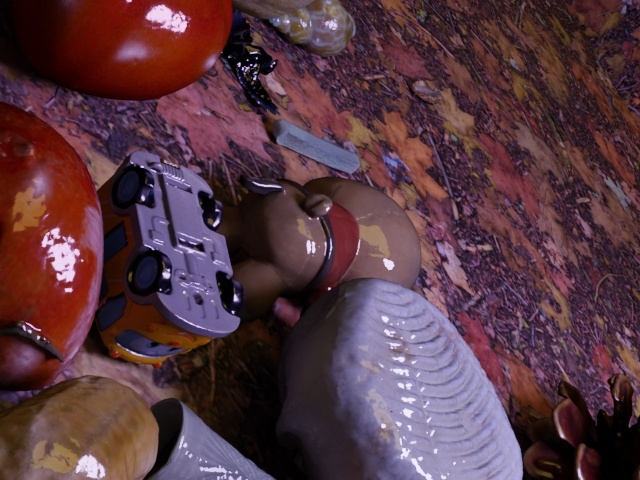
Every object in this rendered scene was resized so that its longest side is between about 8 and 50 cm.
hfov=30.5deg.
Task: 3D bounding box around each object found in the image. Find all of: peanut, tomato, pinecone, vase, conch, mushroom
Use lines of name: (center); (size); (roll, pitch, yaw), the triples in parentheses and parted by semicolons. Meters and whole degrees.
peanut: (-0.215, 0.186, 0.997); (0.129, 0.129, 0.224); (54, 28, 2)
tomato: (-0.244, -0.288, 1.371); (0.298, 0.226, 0.298); (45, 24, -27)
pinecone: (0.498, 0.335, 1.643); (0.384, 0.384, 0.384); (36, 33, -28)
tomato: (-0.295, -0.029, 1.067); (0.309, 0.170, 0.309); (36, 34, -30)
vase: (-0.087, 0.248, 1.155); (0.219, 0.096, 0.096); (39, 32, -30)
conch: (-0.002, -0.359, 1.942); (0.116, 0.106, 0.173); (58, 17, -11)
mushroom: (0.203, -0.284, 2.239); (0.101, 0.019, 0.049); (3, 55, -55)

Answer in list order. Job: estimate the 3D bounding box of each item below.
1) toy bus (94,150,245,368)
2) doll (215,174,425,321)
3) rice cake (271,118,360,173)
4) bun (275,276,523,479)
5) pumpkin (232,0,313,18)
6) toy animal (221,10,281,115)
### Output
toy bus: (-0.175, 0.027, 1.216); (0.126, 0.136, 0.209); (22, 42, -46)
doll: (0.000, 0.000, 1.468); (0.330, 0.174, 0.235); (3, 49, -53)
rice cake: (-0.007, -0.142, 1.761); (0.180, 0.030, 0.042); (20, 40, -46)
bun: (0.074, 0.210, 1.318); (0.354, 0.194, 0.354); (43, 29, -31)
pumpkin: (-0.076, -0.486, 1.766); (0.199, 0.332, 0.332); (48, 26, -37)
toy animal: (-0.108, -0.275, 1.746); (0.108, 0.062, 0.220); (42, 24, -58)
